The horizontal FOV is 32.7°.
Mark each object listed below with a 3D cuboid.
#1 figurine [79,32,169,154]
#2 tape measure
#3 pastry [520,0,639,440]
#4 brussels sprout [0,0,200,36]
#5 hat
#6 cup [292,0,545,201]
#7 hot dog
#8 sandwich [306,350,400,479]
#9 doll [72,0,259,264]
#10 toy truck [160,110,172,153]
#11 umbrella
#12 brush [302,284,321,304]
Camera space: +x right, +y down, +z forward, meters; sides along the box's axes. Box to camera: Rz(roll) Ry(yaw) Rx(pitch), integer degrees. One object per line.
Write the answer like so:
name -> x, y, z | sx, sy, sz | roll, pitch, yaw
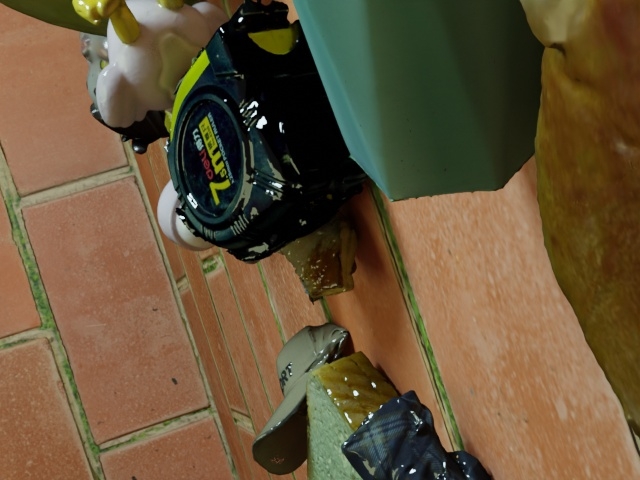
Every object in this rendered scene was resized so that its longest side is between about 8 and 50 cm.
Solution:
figurine -> -0.224, -0.285, 1.359 | 0.281, 0.167, 0.370 | 36, 135, 55
tape measure -> -0.056, -0.086, 0.957 | 0.186, 0.112, 0.199 | -39, 65, 47
pastry -> 0.147, -0.006, 0.327 | 0.218, 0.100, 0.229 | -127, 27, -44
brussels sprout -> -0.240, -0.348, 1.079 | 0.328, 0.328, 0.247 | 93, 179, -57
hat -> -0.032, 0.163, 1.184 | 0.085, 0.175, 0.147 | 25, 137, 24
cup -> 0.038, -0.140, 0.517 | 0.148, 0.134, 0.235 | 21, 139, 37
hot dog -> 0.000, 0.001, 1.014 | 0.078, 0.061, 0.169 | -57, 40, 18
sandwich -> 0.048, 0.236, 1.068 | 0.186, 0.065, 0.214 | -128, 30, -45
doll -> -0.125, -0.114, 1.079 | 0.094, 0.160, 0.365 | 26, 149, 44
toy truck -> -0.131, -0.106, 1.308 | 0.286, 0.111, 0.136 | 104, 145, -70
umbrella -> 0.111, 0.219, 0.830 | 0.224, 0.080, 0.071 | 51, 180, 27
brush -> -0.034, 0.008, 1.275 | 0.164, 0.014, 0.051 | -121, 19, -47
